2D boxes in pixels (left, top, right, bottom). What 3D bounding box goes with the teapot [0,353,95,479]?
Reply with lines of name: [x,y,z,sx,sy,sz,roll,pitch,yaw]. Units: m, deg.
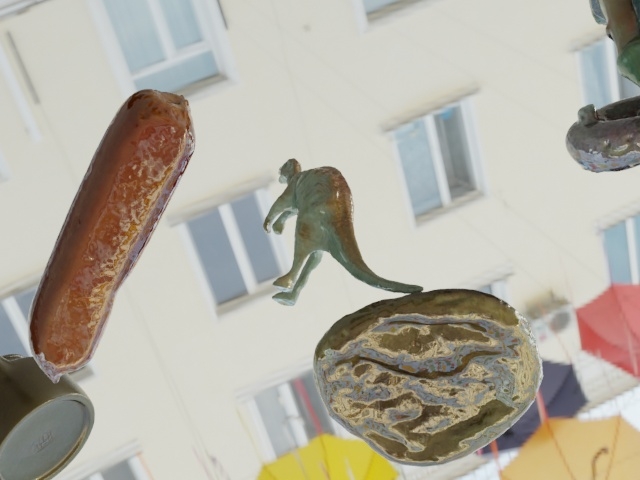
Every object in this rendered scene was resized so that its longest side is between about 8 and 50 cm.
teapot: [-0.449,0.254,1.571,0.186,0.267,0.175,-33,-125,-30]

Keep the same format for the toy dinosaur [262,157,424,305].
toy dinosaur: [0.000,0.000,1.461,0.393,0.092,0.205,22,-96,59]

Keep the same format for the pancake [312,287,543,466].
pancake: [0.141,0.178,1.374,0.294,0.294,0.049,-12,-150,7]

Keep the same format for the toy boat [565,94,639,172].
toy boat: [0.439,-0.167,1.448,0.227,0.085,0.155,-17,-160,22]

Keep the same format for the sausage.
sausage: [-0.204,-0.006,1.018,0.300,0.083,0.089,-63,-149,7]

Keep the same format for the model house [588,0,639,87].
model house: [0.495,-0.290,1.308,0.312,0.245,0.280,-14,-122,7]
